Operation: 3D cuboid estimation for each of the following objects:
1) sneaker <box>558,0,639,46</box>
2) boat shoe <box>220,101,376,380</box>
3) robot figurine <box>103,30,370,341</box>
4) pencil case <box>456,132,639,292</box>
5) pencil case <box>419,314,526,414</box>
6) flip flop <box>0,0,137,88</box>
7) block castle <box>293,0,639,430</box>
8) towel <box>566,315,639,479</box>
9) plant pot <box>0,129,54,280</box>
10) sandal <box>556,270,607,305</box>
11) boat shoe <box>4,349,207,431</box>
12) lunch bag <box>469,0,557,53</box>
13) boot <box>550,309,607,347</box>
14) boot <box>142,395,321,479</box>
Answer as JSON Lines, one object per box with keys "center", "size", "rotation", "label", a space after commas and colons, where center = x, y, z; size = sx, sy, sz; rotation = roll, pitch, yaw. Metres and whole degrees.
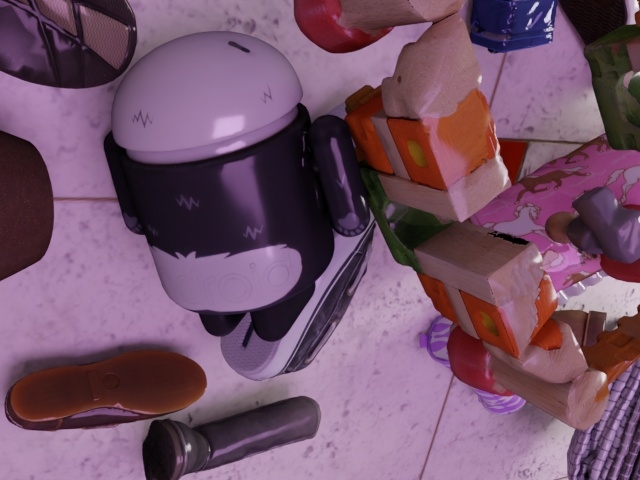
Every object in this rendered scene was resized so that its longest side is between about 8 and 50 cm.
{"center": [0.365, -0.294, 0.872], "size": [0.123, 0.106, 0.290], "rotation": [-50, 141, -1], "label": "sneaker"}
{"center": [0.000, 0.000, 0.819], "size": [0.119, 0.121, 0.335], "rotation": [13, 109, -59], "label": "boat shoe"}
{"center": [-0.080, -0.047, 0.668], "size": [0.209, 0.173, 0.278], "rotation": [-18, 118, -10], "label": "robot figurine"}
{"center": [0.352, -0.062, 0.898], "size": [0.386, 0.167, 0.160], "rotation": [-27, 169, 0], "label": "pencil case"}
{"center": [0.226, 0.181, 1.061], "size": [0.088, 0.086, 0.206], "rotation": [-24, 132, 26], "label": "pencil case"}
{"center": [-0.278, -0.196, 0.560], "size": [0.277, 0.080, 0.112], "rotation": [10, 116, -18], "label": "flip flop"}
{"center": [0.190, -0.087, 0.667], "size": [0.303, 0.213, 0.453], "rotation": [-32, 112, -16], "label": "block castle"}
{"center": [0.489, 0.267, 1.161], "size": [0.283, 0.121, 0.235], "rotation": [-69, 161, 4], "label": "towel"}
{"center": [-0.334, -0.024, 0.554], "size": [0.230, 0.215, 0.215], "rotation": [-8, 121, -44], "label": "plant pot"}
{"center": [0.427, -0.046, 1.050], "size": [0.416, 0.102, 0.169], "rotation": [-25, 112, -1], "label": "sandal"}
{"center": [-0.230, 0.164, 0.794], "size": [0.207, 0.073, 0.073], "rotation": [2, 152, -28], "label": "boat shoe"}
{"center": [0.213, -0.244, 0.823], "size": [0.098, 0.067, 0.065], "rotation": [-17, 123, -23], "label": "lunch bag"}
{"center": [0.380, 0.193, 1.164], "size": [0.305, 0.115, 0.112], "rotation": [68, 36, -51], "label": "boot"}
{"center": [-0.094, 0.229, 0.862], "size": [0.208, 0.189, 0.076], "rotation": [-3, 76, -22], "label": "boot"}
